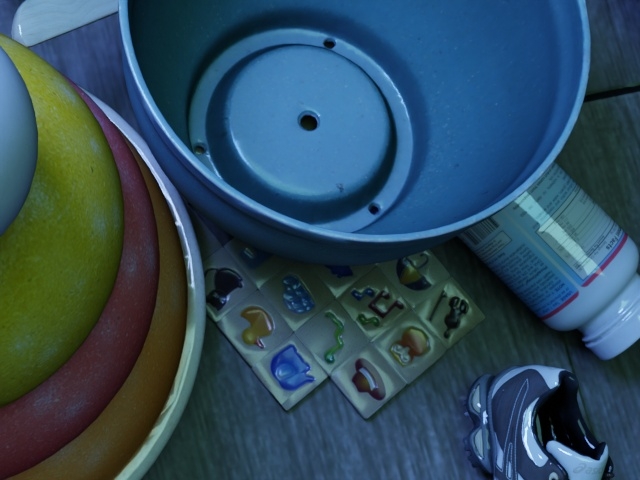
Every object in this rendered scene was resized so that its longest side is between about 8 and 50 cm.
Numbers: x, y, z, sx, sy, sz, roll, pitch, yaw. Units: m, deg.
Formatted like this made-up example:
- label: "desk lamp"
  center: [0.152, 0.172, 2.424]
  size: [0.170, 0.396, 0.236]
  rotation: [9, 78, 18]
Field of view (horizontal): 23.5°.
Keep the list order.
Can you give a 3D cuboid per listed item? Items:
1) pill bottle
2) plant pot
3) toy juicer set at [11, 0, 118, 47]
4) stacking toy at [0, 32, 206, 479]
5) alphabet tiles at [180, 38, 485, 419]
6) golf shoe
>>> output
- label: "pill bottle"
  center: [0.166, 0.006, 1.084]
  size: [0.160, 0.087, 0.087]
  rotation: [46, 71, -2]
- label: "plant pot"
  center: [0.005, -0.106, 1.013]
  size: [0.293, 0.196, 0.293]
  rotation: [4, 70, -11]
- label: "toy juicer set"
  center: [-0.176, -0.262, 1.081]
  size: [0.209, 0.089, 0.329]
  rotation: [-5, 68, -40]
- label: "stacking toy"
  center: [-0.211, -0.013, 0.804]
  size: [0.350, 0.480, 0.351]
  rotation: [3, 74, -11]
- label: "alphabet tiles"
  center: [0.000, 0.000, 1.095]
  size: [0.198, 0.009, 0.237]
  rotation: [-38, 86, -19]
- label: "golf shoe"
  center: [0.154, 0.179, 1.027]
  size: [0.077, 0.094, 0.198]
  rotation: [-6, 77, -36]
